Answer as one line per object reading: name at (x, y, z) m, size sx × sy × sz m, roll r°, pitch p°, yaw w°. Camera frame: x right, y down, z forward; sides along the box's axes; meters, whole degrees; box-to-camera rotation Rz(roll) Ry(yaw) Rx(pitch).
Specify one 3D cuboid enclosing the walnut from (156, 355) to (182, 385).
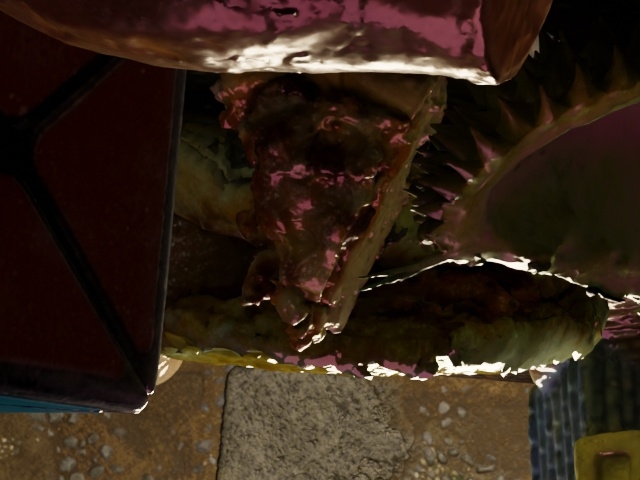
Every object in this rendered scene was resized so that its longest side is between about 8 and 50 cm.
walnut at (-0.219, 0.057, 1.854) m, size 0.224 × 0.224 × 0.224 m, roll 5°, pitch 171°, yaw 1°

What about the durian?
durian at (0.190, -0.032, 1.139) m, size 0.355 × 0.169 × 0.157 m, roll 12°, pitch 171°, yaw -42°

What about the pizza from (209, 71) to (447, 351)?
pizza at (-0.007, -0.026, 1.211) m, size 0.154 × 0.194 × 0.069 m, roll 6°, pitch -174°, yaw 17°

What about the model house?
model house at (0.308, 0.134, 1.708) m, size 0.261 × 0.321 × 0.266 m, roll -7°, pitch 165°, yaw 27°

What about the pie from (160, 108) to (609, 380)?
pie at (0.020, 0.001, 1.462) m, size 0.395 × 0.180 × 0.418 m, roll 7°, pitch -176°, yaw 21°

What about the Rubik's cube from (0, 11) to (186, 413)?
Rubik's cube at (-0.245, -0.038, 1.070) m, size 0.260 × 0.254 × 0.259 m, roll -3°, pitch 167°, yaw 44°

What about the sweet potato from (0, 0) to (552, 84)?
sweet potato at (-0.067, -0.130, 0.840) m, size 0.337 × 0.131 × 0.131 m, roll 3°, pitch 171°, yaw 7°
